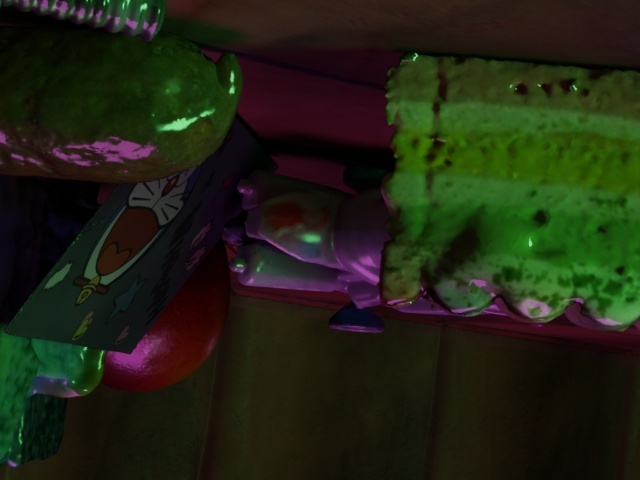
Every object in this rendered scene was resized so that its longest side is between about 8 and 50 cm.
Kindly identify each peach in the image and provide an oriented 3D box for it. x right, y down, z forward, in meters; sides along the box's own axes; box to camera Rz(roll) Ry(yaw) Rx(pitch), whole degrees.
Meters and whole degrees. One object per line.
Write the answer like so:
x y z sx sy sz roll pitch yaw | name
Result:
-0.161 0.035 1.187 0.197 0.197 0.197 8 175 1 | peach

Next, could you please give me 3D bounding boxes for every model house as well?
-0.210 0.051 0.934 0.226 0.261 0.241 5 173 33 | model house

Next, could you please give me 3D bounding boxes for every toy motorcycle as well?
0.072 0.001 0.872 0.260 0.110 0.171 7 170 -10 | toy motorcycle

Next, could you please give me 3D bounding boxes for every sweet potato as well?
-0.170 -0.070 0.616 0.273 0.075 0.075 8 175 7 | sweet potato

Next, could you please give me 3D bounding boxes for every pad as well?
-0.094 -0.004 0.814 0.006 0.170 0.245 37 178 11 | pad

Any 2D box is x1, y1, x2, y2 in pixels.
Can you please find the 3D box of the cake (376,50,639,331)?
0.137 -0.012 0.588 0.225 0.109 0.090 6 175 10 | cake

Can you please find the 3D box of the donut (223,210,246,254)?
0.000 0.000 1.181 0.162 0.065 0.178 13 175 -3 | donut

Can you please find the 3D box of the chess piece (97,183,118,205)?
-0.198 -0.047 1.092 0.083 0.038 0.083 8 172 1 | chess piece

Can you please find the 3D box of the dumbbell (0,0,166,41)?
-0.161 -0.088 0.357 0.254 0.081 0.081 9 174 -24 | dumbbell
